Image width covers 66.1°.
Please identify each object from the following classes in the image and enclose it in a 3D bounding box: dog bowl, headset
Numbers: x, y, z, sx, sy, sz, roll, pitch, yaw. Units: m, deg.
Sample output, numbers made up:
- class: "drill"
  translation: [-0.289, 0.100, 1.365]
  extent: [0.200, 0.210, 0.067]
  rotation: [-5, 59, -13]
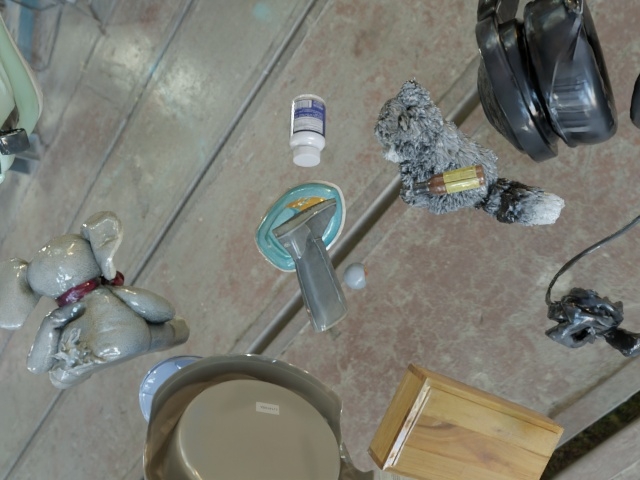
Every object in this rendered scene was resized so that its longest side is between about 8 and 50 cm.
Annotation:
- class: "dog bowl"
  translation: [-0.098, 0.326, 0.742]
  extent: [0.349, 0.348, 0.102]
  rotation: [42, 120, 37]
- class: "headset"
  translation: [0.216, -0.124, 0.342]
  extent: [0.243, 0.185, 0.395]
  rotation: [9, 91, 38]

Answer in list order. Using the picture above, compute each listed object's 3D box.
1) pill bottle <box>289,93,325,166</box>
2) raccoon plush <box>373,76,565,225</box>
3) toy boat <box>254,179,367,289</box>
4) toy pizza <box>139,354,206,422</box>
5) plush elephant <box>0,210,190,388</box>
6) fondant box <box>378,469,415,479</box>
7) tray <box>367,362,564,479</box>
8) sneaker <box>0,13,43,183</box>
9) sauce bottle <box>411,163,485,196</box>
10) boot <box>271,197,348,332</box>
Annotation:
- class: "pill bottle"
  translation: [-0.034, -0.282, 1.274]
  extent: [0.094, 0.094, 0.170]
  rotation: [-13, 68, 39]
- class: "raccoon plush"
  translation: [0.330, -0.213, 1.129]
  extent: [0.446, 0.299, 0.216]
  rotation: [10, 68, 29]
- class: "toy boat"
  translation: [0.000, 0.000, 1.260]
  extent: [0.318, 0.148, 0.267]
  rotation: [41, 96, 1]
- class: "toy pizza"
  translation: [-0.241, 0.302, 0.935]
  extent: [0.201, 0.201, 0.032]
  rotation: [-60, 8, 16]
- class: "plush elephant"
  translation: [-0.418, 0.104, 0.874]
  extent: [0.271, 0.330, 0.256]
  rotation: [-21, 80, -10]
- class: "fondant box"
  translation: [0.342, 0.698, 1.281]
  extent: [0.330, 0.096, 0.239]
  rotation: [-15, 92, 9]
- class: "tray"
  translation: [0.320, 0.423, 1.043]
  extent: [0.203, 0.410, 0.076]
  rotation: [-64, 22, 1]
- class: "sneaker"
  translation: [-0.277, -0.152, 0.325]
  extent: [0.094, 0.256, 0.151]
  rotation: [-18, 46, -4]
- class: "sauce bottle"
  translation: [0.230, -0.106, 0.888]
  extent: [0.128, 0.042, 0.042]
  rotation: [-8, 76, 23]
- class: "boot"
  translation: [0.008, 0.040, 0.932]
  extent: [0.076, 0.189, 0.209]
  rotation: [-21, 101, 47]
